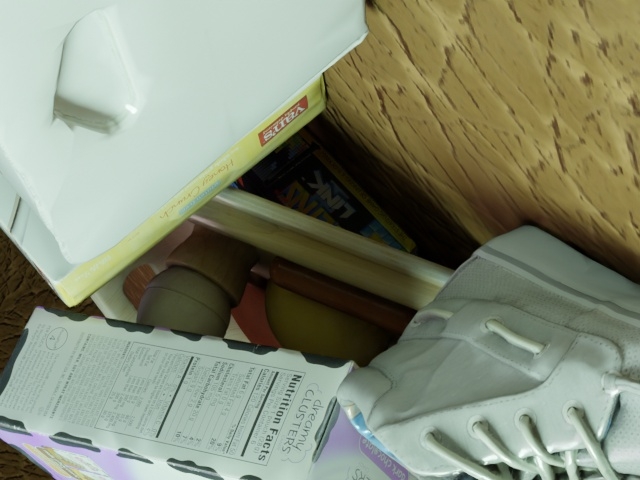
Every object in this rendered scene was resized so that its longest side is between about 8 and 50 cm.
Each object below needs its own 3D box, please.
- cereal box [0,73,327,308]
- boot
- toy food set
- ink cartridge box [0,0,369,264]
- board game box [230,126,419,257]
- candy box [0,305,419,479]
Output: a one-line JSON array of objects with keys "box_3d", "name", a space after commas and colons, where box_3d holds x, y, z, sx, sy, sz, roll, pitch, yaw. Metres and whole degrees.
[{"box_3d": [-0.137, -0.106, 0.926, 0.240, 0.173, 0.047, 46, 168, 18], "name": "cereal box"}, {"box_3d": [0.099, 0.079, 0.689, 0.095, 0.123, 0.258, 54, 170, -22], "name": "boot"}, {"box_3d": [0.018, 0.085, 0.962, 0.306, 0.092, 0.220, 22, 158, 26], "name": "toy food set"}, {"box_3d": [-0.167, -0.216, 0.659, 0.395, 0.166, 0.285, 49, 171, 16], "name": "ink cartridge box"}, {"box_3d": [0.000, 0.000, 1.073, 0.141, 0.048, 0.170, 48, 170, 20], "name": "board game box"}, {"box_3d": [-0.040, 0.112, 0.894, 0.196, 0.070, 0.165, 7, 153, 34], "name": "candy box"}]
